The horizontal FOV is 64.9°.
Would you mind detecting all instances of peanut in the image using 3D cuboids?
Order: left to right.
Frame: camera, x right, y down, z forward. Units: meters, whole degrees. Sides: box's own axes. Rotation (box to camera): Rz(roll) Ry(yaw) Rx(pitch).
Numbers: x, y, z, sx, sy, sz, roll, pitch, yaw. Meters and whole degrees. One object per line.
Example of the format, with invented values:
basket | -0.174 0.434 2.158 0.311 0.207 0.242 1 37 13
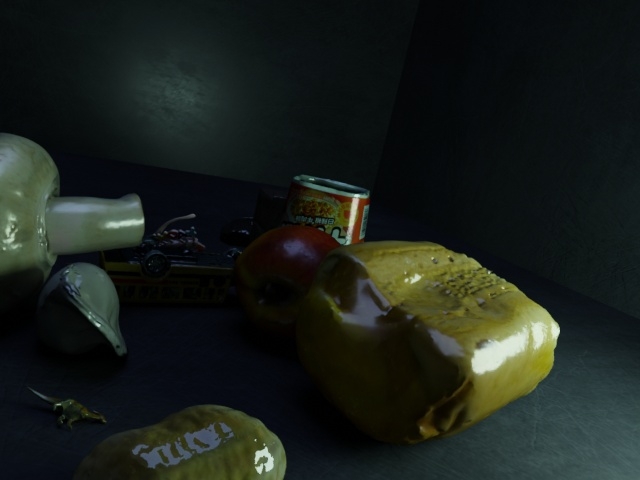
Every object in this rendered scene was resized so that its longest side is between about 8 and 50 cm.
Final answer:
peanut | -0.140 0.242 0.530 0.224 0.129 0.129 5 15 -42

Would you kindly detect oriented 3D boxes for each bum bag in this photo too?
bum bag | -0.245 -0.045 1.790 0.142 0.080 0.326 12 13 13

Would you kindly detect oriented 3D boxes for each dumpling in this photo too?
dumpling | -0.373 0.127 0.811 0.172 0.142 0.247 45 -19 -11

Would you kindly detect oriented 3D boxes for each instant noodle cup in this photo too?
instant noodle cup | 0.000 0.000 1.315 0.293 0.308 0.294 12 12 -3

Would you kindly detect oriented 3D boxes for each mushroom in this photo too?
mushroom | -0.537 -0.043 0.893 0.315 0.315 0.356 17 34 19

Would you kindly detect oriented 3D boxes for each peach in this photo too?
peach | -0.044 0.086 1.050 0.280 0.238 0.281 11 12 -2

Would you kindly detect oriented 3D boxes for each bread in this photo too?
bread | 0.151 0.171 0.861 0.394 0.250 0.361 -6 34 -44

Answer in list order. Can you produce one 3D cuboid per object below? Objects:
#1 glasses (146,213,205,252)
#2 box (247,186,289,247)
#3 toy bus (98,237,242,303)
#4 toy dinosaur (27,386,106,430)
glasses | -0.391 -0.001 1.212 0.255 0.095 0.162 -21 -12 24
box | -0.051 -0.022 1.548 0.297 0.225 0.190 10 13 -20
toy bus | -0.307 0.073 1.110 0.335 0.123 0.121 6 13 -31
toy dinosaur | -0.336 0.220 0.656 0.113 0.026 0.041 21 5 -6
